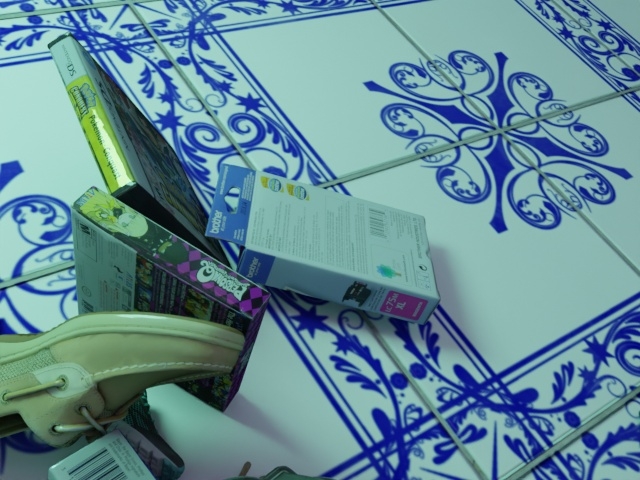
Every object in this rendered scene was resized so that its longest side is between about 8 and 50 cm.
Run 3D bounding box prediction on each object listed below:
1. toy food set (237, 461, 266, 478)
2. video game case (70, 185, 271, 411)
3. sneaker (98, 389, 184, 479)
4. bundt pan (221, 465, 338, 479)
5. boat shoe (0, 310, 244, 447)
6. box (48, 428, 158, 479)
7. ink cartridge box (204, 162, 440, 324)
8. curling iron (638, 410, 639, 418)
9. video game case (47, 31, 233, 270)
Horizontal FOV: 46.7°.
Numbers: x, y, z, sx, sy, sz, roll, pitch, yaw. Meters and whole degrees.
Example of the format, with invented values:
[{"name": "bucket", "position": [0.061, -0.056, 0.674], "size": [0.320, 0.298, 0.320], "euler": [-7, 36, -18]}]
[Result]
[{"name": "toy food set", "position": [-0.041, 0.293, 0.795], "size": [0.122, 0.019, 0.078], "euler": [31, 47, -3]}, {"name": "video game case", "position": [-0.167, 0.073, 0.790], "size": [0.210, 0.232, 0.041], "euler": [31, 53, 8]}, {"name": "sneaker", "position": [-0.204, 0.188, 0.796], "size": [0.166, 0.065, 0.076], "euler": [35, 44, 9]}, {"name": "bundt pan", "position": [-0.001, 0.345, 0.587], "size": [0.331, 0.124, 0.330], "euler": [14, 63, -29]}, {"name": "boat shoe", "position": [-0.228, 0.141, 0.707], "size": [0.341, 0.122, 0.110], "euler": [-11, 68, 20]}, {"name": "box", "position": [-0.186, 0.265, 0.682], "size": [0.072, 0.137, 0.126], "euler": [-29, 65, -37]}, {"name": "ink cartridge box", "position": [0.000, 0.000, 1.007], "size": [0.311, 0.065, 0.185], "euler": [17, 35, -12]}, {"name": "curling iron", "position": [0.430, 0.329, 0.925], "size": [0.068, 0.035, 0.274], "euler": [18, 47, -5]}, {"name": "video game case", "position": [-0.209, -0.086, 0.908], "size": [0.035, 0.275, 0.248], "euler": [-32, 61, 2]}]
